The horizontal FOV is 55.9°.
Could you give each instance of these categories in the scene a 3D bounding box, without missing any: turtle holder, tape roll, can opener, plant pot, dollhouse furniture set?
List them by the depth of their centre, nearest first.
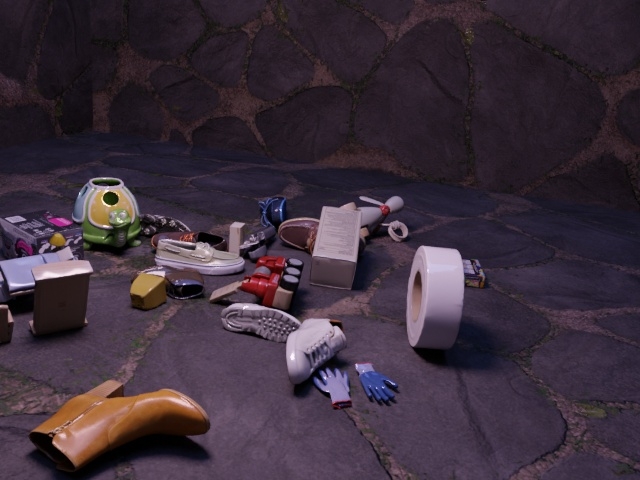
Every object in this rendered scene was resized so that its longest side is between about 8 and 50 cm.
[{"bbox_3d":[-0.769,0.076,1.585,0.287,0.198,0.303,-9,43,-37],"label":"dollhouse furniture set"},{"bbox_3d":[0.312,0.158,1.672,0.100,0.286,0.286,5,19,-1],"label":"tape roll"},{"bbox_3d":[-0.508,0.155,1.755,0.081,0.081,0.083,12,32,18],"label":"plant pot"},{"bbox_3d":[-0.768,-0.091,2.149,0.244,0.227,0.320,5,19,-5],"label":"turtle holder"},{"bbox_3d":[-0.229,0.014,2.270,0.076,0.095,0.283,-15,6,13],"label":"can opener"}]

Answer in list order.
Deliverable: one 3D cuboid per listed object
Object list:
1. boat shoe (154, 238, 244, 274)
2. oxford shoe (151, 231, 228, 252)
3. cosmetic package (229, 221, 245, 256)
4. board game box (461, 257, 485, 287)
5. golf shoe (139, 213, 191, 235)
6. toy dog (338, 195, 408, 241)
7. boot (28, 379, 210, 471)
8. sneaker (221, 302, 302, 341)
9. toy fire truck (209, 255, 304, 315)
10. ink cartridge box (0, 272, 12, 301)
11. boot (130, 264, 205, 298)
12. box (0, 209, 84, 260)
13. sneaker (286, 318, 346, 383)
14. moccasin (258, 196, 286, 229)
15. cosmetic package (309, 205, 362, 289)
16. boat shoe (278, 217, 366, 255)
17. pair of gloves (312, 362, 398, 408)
[{"bbox_3d":[-0.408,0.054,2.040,0.303,0.094,0.109,4,19,-6],"label":"boat shoe"},{"bbox_3d":[-0.463,-0.002,2.132,0.272,0.098,0.096,4,60,-5],"label":"oxford shoe"},{"bbox_3d":[-0.305,-0.004,2.204,0.041,0.115,0.060,8,20,9],"label":"cosmetic package"},{"bbox_3d":[0.518,0.114,2.210,0.141,0.048,0.170,5,20,5],"label":"board game box"},{"bbox_3d":[-0.573,-0.050,2.287,0.273,0.105,0.120,17,15,29],"label":"golf shoe"},{"bbox_3d":[0.193,-0.090,2.541,0.334,0.220,0.161,2,-13,-32],"label":"toy dog"},{"bbox_3d":[-0.385,0.372,1.160,0.295,0.104,0.211,8,24,23],"label":"boot"},{"bbox_3d":[-0.154,0.217,1.677,0.235,0.090,0.095,13,11,15],"label":"sneaker"},{"bbox_3d":[-0.194,0.132,1.845,0.247,0.158,0.217,16,20,-2],"label":"toy fire truck"},{"bbox_3d":[-0.953,0.130,1.764,0.233,0.066,0.189,-10,15,17],"label":"ink cartridge box"},{"bbox_3d":[-0.458,0.128,1.837,0.219,0.082,0.106,-2,18,-26],"label":"boot"},{"bbox_3d":[-0.905,0.008,1.960,0.247,0.142,0.163,19,24,36],"label":"box"},{"bbox_3d":[-0.005,0.261,1.513,0.123,0.105,0.290,-8,15,15],"label":"sneaker"},{"bbox_3d":[-0.204,-0.116,2.580,0.117,0.137,0.342,0,6,-3],"label":"moccasin"},{"bbox_3d":[0.056,0.021,2.094,0.153,0.129,0.296,10,37,3],"label":"cosmetic package"},{"bbox_3d":[0.000,0.000,2.286,0.342,0.123,0.123,14,19,5],"label":"boat shoe"},{"bbox_3d":[0.085,0.348,1.458,0.198,0.023,0.159,-1,22,-17],"label":"pair of gloves"}]
